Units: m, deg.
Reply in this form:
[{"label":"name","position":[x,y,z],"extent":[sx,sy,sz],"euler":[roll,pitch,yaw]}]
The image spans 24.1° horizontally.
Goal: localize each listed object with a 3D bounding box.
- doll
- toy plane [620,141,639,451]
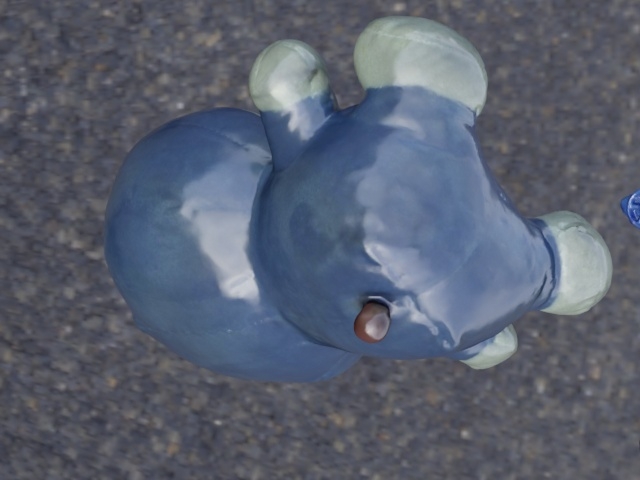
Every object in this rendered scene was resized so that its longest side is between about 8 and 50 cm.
[{"label":"doll","position":[0.000,0.000,0.813],"extent":[0.228,0.258,0.154],"euler":[50,58,-27]},{"label":"toy plane","position":[0.143,0.045,0.527],"extent":[0.054,0.062,0.167],"euler":[0,66,-49]}]
